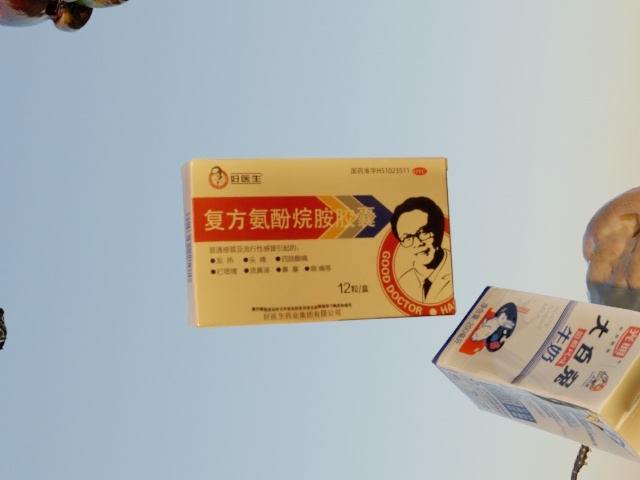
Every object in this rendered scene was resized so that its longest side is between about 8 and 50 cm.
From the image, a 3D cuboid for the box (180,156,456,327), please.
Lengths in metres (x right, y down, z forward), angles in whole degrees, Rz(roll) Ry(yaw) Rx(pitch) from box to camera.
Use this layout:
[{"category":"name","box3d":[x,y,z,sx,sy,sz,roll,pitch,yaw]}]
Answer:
[{"category":"box","box3d":[0.000,0.000,1.581,0.069,0.353,0.214,165,103,-70]}]

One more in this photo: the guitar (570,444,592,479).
[{"category":"guitar","box3d":[0.310,0.361,1.504,0.088,0.025,0.233,-162,82,-76]}]

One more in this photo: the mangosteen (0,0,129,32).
[{"category":"mangosteen","box3d":[-0.380,-0.386,1.671,0.215,0.257,0.215,-160,90,-85]}]

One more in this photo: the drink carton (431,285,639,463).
[{"category":"drink carton","box3d":[0.271,0.142,1.350,0.106,0.315,0.130,43,-106,-23]}]

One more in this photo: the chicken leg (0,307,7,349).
[{"category":"chicken leg","box3d":[-0.428,0.104,1.278,0.198,0.069,0.085,-16,-26,-27]}]

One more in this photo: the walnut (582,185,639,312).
[{"category":"walnut","box3d":[0.653,0.040,2.150,0.383,0.383,0.383,8,-90,-71]}]
